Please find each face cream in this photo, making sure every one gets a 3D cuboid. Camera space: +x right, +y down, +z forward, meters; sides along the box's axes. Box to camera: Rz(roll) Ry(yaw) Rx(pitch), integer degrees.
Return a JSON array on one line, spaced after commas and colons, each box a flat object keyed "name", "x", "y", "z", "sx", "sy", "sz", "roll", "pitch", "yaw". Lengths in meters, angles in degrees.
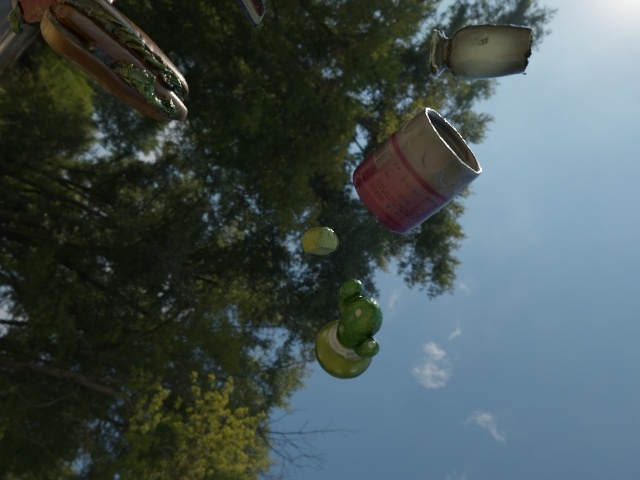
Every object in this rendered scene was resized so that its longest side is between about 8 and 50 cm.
[{"name": "face cream", "x": 0.188, "y": -0.135, "z": 0.933, "sx": 0.195, "sy": 0.175, "sz": 0.175, "roll": -40, "pitch": -144, "yaw": 31}]

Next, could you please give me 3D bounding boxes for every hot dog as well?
[{"name": "hot dog", "x": -0.364, "y": -0.338, "z": 0.915, "sx": 0.100, "sy": 0.337, "sz": 0.135, "roll": 19, "pitch": -100, "yaw": 28}]

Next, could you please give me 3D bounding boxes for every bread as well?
[{"name": "bread", "x": 0.000, "y": 0.000, "z": 1.913, "sx": 0.114, "sy": 0.129, "sz": 0.111, "roll": -10, "pitch": -101, "yaw": 52}]

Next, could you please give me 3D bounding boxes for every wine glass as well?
[{"name": "wine glass", "x": 0.339, "y": -0.401, "z": 1.006, "sx": 0.204, "sy": 0.111, "sz": 0.111, "roll": 9, "pitch": -115, "yaw": 24}]

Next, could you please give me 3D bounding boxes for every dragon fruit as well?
[{"name": "dragon fruit", "x": -0.622, "y": -0.584, "z": 1.150, "sx": 0.268, "sy": 0.130, "sz": 0.295, "roll": -21, "pitch": -154, "yaw": -21}]

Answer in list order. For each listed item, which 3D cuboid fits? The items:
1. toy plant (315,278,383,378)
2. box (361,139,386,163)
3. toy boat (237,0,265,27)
[{"name": "toy plant", "x": 0.093, "y": 0.273, "z": 1.390, "sx": 0.316, "sy": 0.184, "sz": 0.224, "roll": 104, "pitch": -28, "yaw": -48}, {"name": "box", "x": 0.204, "y": -0.324, "z": 1.830, "sx": 0.126, "sy": 0.027, "sz": 0.125, "roll": -39, "pitch": 168, "yaw": -41}, {"name": "toy boat", "x": -0.183, "y": -0.613, "z": 1.089, "sx": 0.045, "sy": 0.229, "sz": 0.080, "roll": -11, "pitch": -165, "yaw": 43}]
